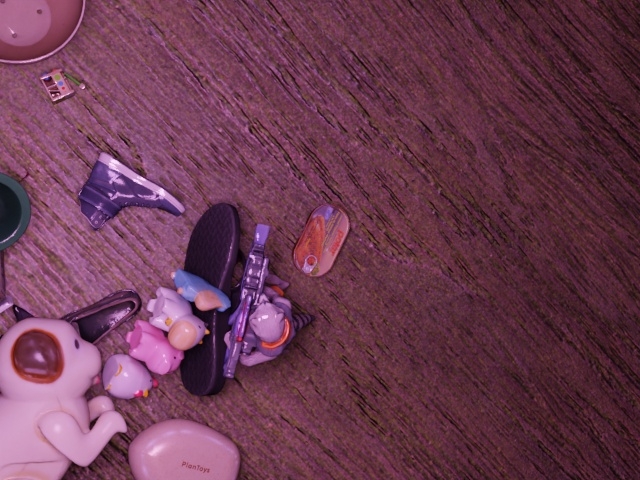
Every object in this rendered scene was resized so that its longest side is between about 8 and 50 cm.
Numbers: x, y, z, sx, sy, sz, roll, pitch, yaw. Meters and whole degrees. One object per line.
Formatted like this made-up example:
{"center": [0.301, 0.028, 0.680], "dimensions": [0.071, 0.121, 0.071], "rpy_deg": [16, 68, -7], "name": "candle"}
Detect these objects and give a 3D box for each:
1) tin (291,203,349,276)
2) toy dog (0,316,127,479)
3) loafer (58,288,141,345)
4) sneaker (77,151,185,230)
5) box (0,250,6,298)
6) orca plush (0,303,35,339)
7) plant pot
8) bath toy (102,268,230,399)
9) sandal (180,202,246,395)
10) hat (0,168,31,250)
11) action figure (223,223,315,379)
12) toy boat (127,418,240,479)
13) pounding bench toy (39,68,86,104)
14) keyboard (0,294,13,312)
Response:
{"center": [0.000, 0.000, 1.872], "dimensions": [0.106, 0.040, 0.189], "rpy_deg": [28, 83, -11], "name": "tin"}
{"center": [-0.600, 0.357, 1.554], "dimensions": [0.395, 0.284, 0.408], "rpy_deg": [19, 90, -13], "name": "toy dog"}
{"center": [-0.524, 0.195, 1.689], "dimensions": [0.267, 0.084, 0.096], "rpy_deg": [-35, 100, -14], "name": "loafer"}
{"center": [-0.437, -0.074, 1.710], "dimensions": [0.226, 0.086, 0.163], "rpy_deg": [31, 81, -14], "name": "sneaker"}
{"center": [-0.827, 0.062, 1.565], "dimensions": [0.311, 0.121, 0.148], "rpy_deg": [-7, 79, -17], "name": "box"}
{"center": [-0.739, 0.259, 1.619], "dimensions": [0.102, 0.151, 0.287], "rpy_deg": [29, 84, 16], "name": "orca plush"}
{"center": [-0.645, -0.496, 1.588], "dimensions": [0.284, 0.191, 0.284], "rpy_deg": [0, 91, -18], "name": "plant pot"}
{"center": [-0.348, 0.230, 1.675], "dimensions": [0.129, 0.151, 0.348], "rpy_deg": [25, 115, -37], "name": "bath toy"}
{"center": [-0.242, 0.135, 1.757], "dimensions": [0.107, 0.167, 0.446], "rpy_deg": [5, 93, -47], "name": "sandal"}
{"center": [-0.705, -0.077, 1.559], "dimensions": [0.208, 0.183, 0.173], "rpy_deg": [17, 95, -40], "name": "hat"}
{"center": [-0.099, 0.144, 1.685], "dimensions": [0.178, 0.330, 0.341], "rpy_deg": [13, 92, 2], "name": "action figure"}
{"center": [-0.345, 0.570, 1.733], "dimensions": [0.267, 0.148, 0.318], "rpy_deg": [28, 75, -20], "name": "toy boat"}
{"center": [-0.575, -0.353, 1.683], "dimensions": [0.083, 0.052, 0.065], "rpy_deg": [-29, 98, -15], "name": "pounding bench toy"}
{"center": [-0.776, 0.200, 1.620], "dimensions": [0.256, 0.072, 0.014], "rpy_deg": [-35, 107, -14], "name": "keyboard"}
